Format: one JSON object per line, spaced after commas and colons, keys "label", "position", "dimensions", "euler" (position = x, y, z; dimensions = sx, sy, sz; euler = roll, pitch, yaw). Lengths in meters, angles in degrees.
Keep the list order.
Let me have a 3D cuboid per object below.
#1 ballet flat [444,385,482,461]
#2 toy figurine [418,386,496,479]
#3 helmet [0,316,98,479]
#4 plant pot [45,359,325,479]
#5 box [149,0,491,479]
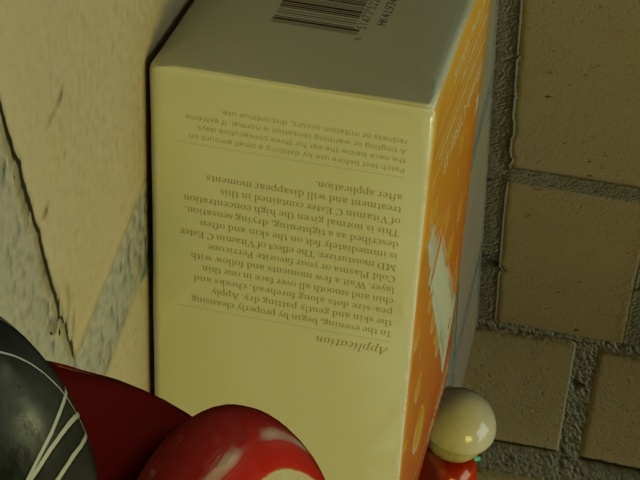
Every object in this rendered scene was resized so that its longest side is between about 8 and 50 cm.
{"label": "ballet flat", "position": [0.034, 0.186, 1.486], "dimensions": [0.080, 0.232, 0.073], "euler": [9, 61, -62]}
{"label": "toy figurine", "position": [0.020, 0.193, 1.315], "dimensions": [0.213, 0.209, 0.148], "euler": [-68, 176, -48]}
{"label": "helmet", "position": [-0.137, 0.086, 0.456], "dimensions": [0.162, 0.169, 0.169], "euler": [-64, 171, 6]}
{"label": "plant pot", "position": [-0.091, 0.135, 0.620], "dimensions": [0.191, 0.174, 0.191], "euler": [0, 90, -67]}
{"label": "box", "position": [0.000, 0.000, 1.129], "dimensions": [0.215, 0.168, 0.345], "euler": [-67, 164, -54]}
